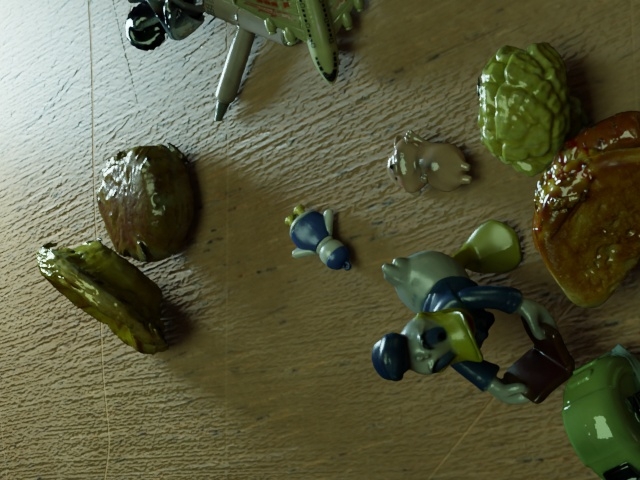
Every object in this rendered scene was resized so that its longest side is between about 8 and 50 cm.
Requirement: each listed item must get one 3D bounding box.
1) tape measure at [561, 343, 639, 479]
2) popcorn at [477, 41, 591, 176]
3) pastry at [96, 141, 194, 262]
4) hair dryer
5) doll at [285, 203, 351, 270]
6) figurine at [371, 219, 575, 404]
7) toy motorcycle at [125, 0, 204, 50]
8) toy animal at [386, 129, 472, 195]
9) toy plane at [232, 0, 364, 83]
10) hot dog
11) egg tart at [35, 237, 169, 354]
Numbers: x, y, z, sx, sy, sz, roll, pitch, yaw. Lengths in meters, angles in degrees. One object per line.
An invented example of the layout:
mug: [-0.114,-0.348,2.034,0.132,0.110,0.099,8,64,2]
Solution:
tape measure: [0.384,0.227,1.563,0.106,0.175,0.200,-32,69,38]
popcorn: [0.264,-0.178,1.631,0.142,0.173,0.173,-20,81,20]
pastry: [-0.308,-0.076,2.209,0.218,0.100,0.229,51,131,30]
hair dryer: [-0.126,-0.285,2.043,0.195,0.054,0.220,27,114,37]
doll: [0.000,0.000,1.962,0.143,0.057,0.099,43,102,29]
figurine: [0.180,0.131,1.630,0.283,0.338,0.204,35,121,23]
toy motorcycle: [-0.248,-0.447,2.103,0.159,0.106,0.270,19,97,36]
toy animal: [0.154,-0.105,1.796,0.150,0.089,0.083,14,83,44]
toy plane: [-0.012,-0.353,1.875,0.092,0.229,0.244,-102,-3,-61]
hot dog: [0.348,-0.052,1.551,0.153,0.150,0.256,31,121,-1]
egg tart: [-0.373,0.088,2.230,0.295,0.295,0.116,26,70,38]
